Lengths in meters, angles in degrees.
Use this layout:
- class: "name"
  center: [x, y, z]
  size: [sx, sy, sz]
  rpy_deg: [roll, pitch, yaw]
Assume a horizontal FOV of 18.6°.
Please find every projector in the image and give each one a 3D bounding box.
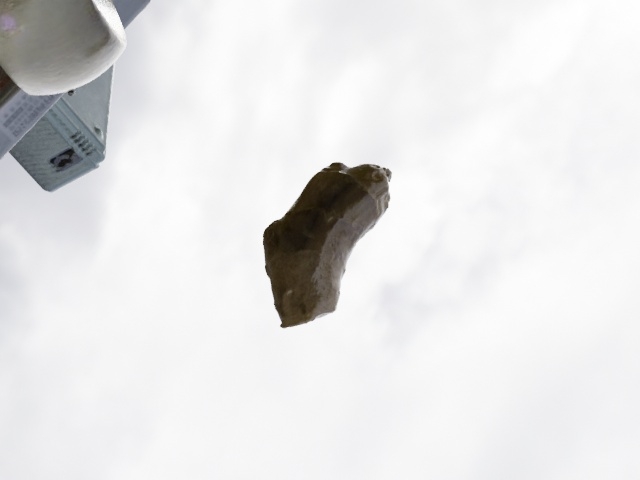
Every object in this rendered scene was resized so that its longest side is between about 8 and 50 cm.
- class: "projector"
  center: [-0.328, -0.208, 2.303]
  size: [0.099, 0.192, 0.256]
  rpy_deg: [-27, -145, 20]

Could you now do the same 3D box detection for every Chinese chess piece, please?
- class: "Chinese chess piece"
  center: [-0.271, -0.258, 1.739]
  size: [0.102, 0.273, 0.273]
  rpy_deg: [-27, -144, 2]

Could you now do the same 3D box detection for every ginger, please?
- class: "ginger"
  center: [0.002, 0.001, 1.881]
  size: [0.095, 0.069, 0.190]
  rpy_deg: [27, -107, 20]

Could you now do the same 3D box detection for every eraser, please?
- class: "eraser"
  center: [-0.290, -0.200, 2.039]
  size: [0.352, 0.061, 0.089]
  rpy_deg: [-46, -126, -4]
